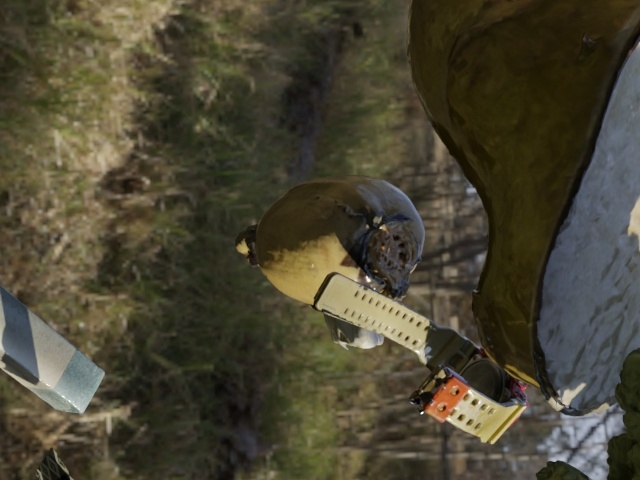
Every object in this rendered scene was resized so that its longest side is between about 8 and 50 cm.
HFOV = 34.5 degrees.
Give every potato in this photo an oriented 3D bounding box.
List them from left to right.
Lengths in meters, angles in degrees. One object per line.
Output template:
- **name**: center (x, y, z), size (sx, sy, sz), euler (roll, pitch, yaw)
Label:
- **potato**: center (0.188, -0.098, 0.863), size (0.296, 0.290, 0.396), euler (28, -73, 44)

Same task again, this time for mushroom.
- **mushroom**: center (0.068, 0.041, 1.858), size (0.159, 0.122, 0.328), euler (152, -57, -64)

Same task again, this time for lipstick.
- **lipstick**: center (-0.405, 0.108, 1.298), size (0.317, 0.066, 0.068), euler (50, 53, -38)

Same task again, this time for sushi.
- **sushi**: center (-0.305, 0.315, 1.216), size (0.126, 0.026, 0.120), euler (53, -35, 11)

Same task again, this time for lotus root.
- **lotus root**: center (0.000, 0.000, 1.363), size (0.310, 0.183, 0.182), euler (1, -84, 52)

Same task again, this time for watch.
- **watch**: center (0.117, 0.133, 1.124), size (0.268, 0.102, 0.165), euler (27, 15, -45)

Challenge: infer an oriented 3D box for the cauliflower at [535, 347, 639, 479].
- **cauliflower**: center (0.281, 0.208, 0.648), size (0.281, 0.260, 0.326), euler (-23, 99, -43)
